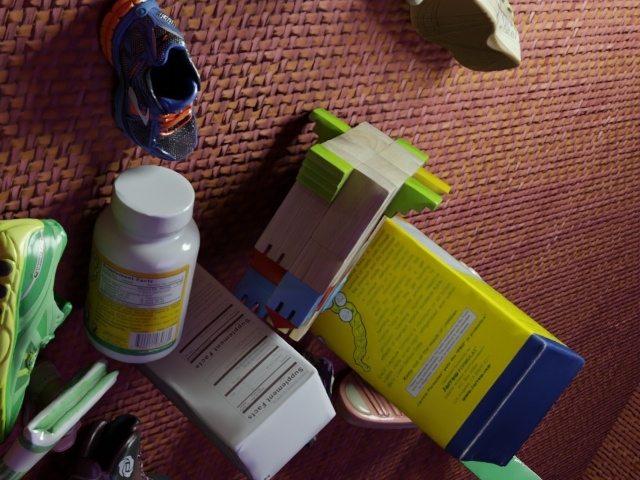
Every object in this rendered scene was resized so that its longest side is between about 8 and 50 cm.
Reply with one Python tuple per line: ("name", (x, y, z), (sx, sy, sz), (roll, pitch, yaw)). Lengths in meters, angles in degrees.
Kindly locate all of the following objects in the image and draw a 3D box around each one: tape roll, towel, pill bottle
("tape roll", (0.353, 0.445, 2.571), (0.077, 0.321, 0.321), (-49, 152, -1))
("towel", (-0.365, 0.269, 1.428), (0.325, 0.038, 0.248), (-43, -176, 15))
("pill bottle", (-0.196, 0.025, 1.471), (0.117, 0.117, 0.208), (-26, 144, -38))

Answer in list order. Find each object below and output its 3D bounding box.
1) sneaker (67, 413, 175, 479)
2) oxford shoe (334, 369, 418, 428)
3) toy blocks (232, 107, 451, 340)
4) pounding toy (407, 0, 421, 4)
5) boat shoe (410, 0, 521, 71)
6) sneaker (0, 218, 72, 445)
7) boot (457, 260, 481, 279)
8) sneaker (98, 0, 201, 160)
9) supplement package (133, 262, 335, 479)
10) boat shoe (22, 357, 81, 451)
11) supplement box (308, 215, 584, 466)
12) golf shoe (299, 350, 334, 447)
("sneaker", (-0.246, 0.304, 1.764), (0.281, 0.106, 0.162), (-6, 109, -72))
("oxford shoe", (0.155, 0.276, 2.282), (0.397, 0.140, 0.146), (-2, 144, -46))
("toy blocks", (0.000, 0.000, 1.634), (0.261, 0.191, 0.381), (-57, 176, 15))
("pounding toy", (0.177, -0.370, 1.492), (0.269, 0.154, 0.155), (-49, 155, -7))
("boat shoe", (0.184, -0.293, 1.686), (0.285, 0.105, 0.089), (30, 61, -67))
("sneaker", (-0.318, 0.102, 1.395), (0.123, 0.109, 0.295), (-20, 141, -43))
("boot", (0.166, 0.102, 2.123), (0.203, 0.095, 0.262), (-55, 132, -24))
("sneaker", (-0.161, -0.148, 1.345), (0.083, 0.087, 0.221), (-41, 151, -17))
("supplement package", (-0.119, 0.154, 1.605), (0.134, 0.244, 0.139), (-43, 152, -14))
("boat shoe", (-0.315, 0.209, 1.582), (0.063, 0.059, 0.170), (-37, 150, -23))
("supplement box", (0.150, 0.125, 1.844), (0.195, 0.356, 0.194), (-54, 152, 7))
("golf shoe", (-0.042, 0.203, 1.962), (0.120, 0.105, 0.273), (-59, 162, -19))
